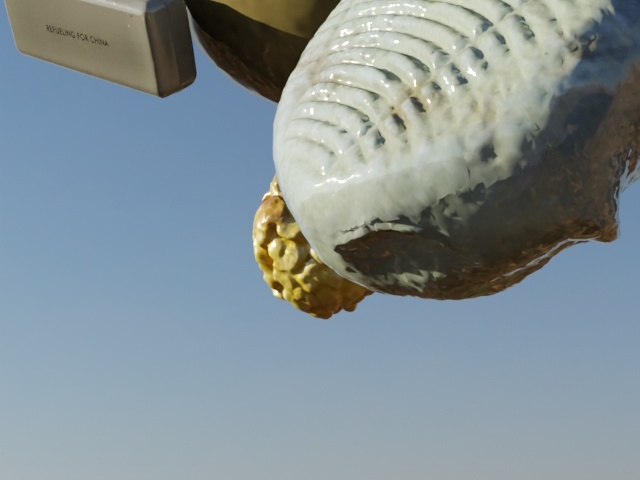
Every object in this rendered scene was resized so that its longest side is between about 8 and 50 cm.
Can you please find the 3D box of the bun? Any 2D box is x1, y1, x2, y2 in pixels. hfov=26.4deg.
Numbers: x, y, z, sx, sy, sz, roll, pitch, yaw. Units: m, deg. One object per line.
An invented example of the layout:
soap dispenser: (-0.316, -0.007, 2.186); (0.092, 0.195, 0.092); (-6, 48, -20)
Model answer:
bun: (0.125, -0.096, 0.968); (0.354, 0.354, 0.194); (-14, -49, 43)

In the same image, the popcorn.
popcorn: (0.000, 0.000, 1.476); (0.170, 0.180, 0.180); (-10, -15, 16)

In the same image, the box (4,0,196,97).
box: (-0.226, -0.216, 1.373); (0.243, 0.103, 0.055); (20, 40, 39)

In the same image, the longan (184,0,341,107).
longan: (0.019, -0.254, 1.361); (0.350, 0.288, 0.288); (16, -8, 19)
